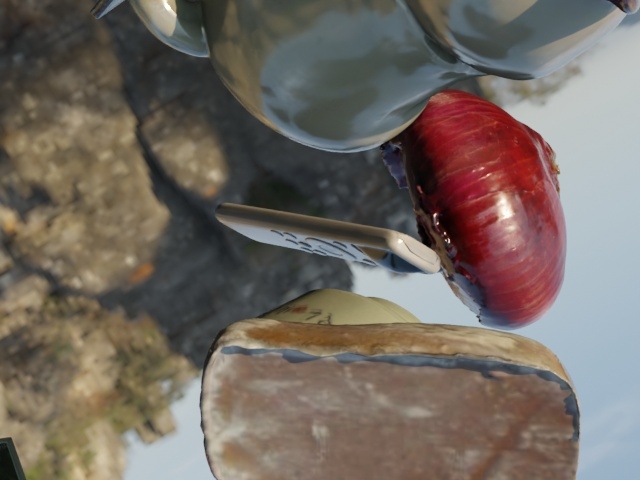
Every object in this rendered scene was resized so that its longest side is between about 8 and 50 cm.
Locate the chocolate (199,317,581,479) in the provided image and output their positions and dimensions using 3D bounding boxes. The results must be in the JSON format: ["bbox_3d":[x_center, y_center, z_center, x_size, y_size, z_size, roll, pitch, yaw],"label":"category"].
[{"bbox_3d":[0.048,0.113,1.029,0.254,0.157,0.080,2,-146,5],"label":"chocolate"}]

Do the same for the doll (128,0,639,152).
[{"bbox_3d":[0.067,-0.192,1.063,0.370,0.215,0.226,-13,168,34],"label":"doll"}]

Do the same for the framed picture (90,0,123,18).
[{"bbox_3d":[-0.067,-0.362,1.490,0.265,0.016,0.347,-35,-172,49],"label":"framed picture"}]

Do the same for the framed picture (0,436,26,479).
[{"bbox_3d":[-0.265,0.197,1.198,0.066,0.089,0.007,-3,139,-32],"label":"framed picture"}]

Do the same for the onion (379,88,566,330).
[{"bbox_3d":[0.151,-0.035,1.431,0.161,0.248,0.248,-34,180,17],"label":"onion"}]

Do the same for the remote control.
[{"bbox_3d":[0.000,0.000,1.344,0.261,0.067,0.029,10,-104,50],"label":"remote control"}]

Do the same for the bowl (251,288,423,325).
[{"bbox_3d":[0.030,0.121,1.199,0.112,0.211,0.211,-40,-174,-33],"label":"bowl"}]
